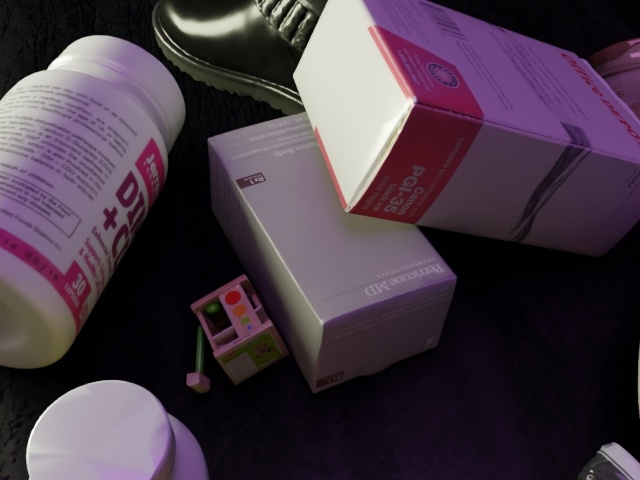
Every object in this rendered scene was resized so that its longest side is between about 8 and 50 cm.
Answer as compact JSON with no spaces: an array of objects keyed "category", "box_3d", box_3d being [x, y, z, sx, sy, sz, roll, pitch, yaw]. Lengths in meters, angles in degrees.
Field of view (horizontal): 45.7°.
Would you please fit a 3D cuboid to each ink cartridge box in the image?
[{"category":"ink cartridge box","box_3d":[0.142,-0.106,0.682,0.283,0.117,0.207,10,40,-27]}]

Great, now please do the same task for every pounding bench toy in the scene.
[{"category":"pounding bench toy","box_3d":[-0.081,0.078,0.625,0.083,0.052,0.065,-30,53,-6]}]

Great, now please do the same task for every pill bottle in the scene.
[{"category":"pill bottle","box_3d":[-0.232,-0.046,0.664,0.160,0.160,0.283,11,49,9]},{"category":"pill bottle","box_3d":[-0.116,0.165,0.461,0.103,0.184,0.103,0,48,-1]}]

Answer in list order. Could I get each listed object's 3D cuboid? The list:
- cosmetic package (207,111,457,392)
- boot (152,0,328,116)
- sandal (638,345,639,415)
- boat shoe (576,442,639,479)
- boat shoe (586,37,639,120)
[{"category":"cosmetic package","box_3d":[0.000,0.000,0.667,0.127,0.107,0.238,-19,48,-22]},{"category":"boot","box_3d":[-0.047,-0.282,0.810,0.348,0.260,0.131,27,53,21]},{"category":"sandal","box_3d":[0.358,0.017,0.658,0.169,0.102,0.416,29,67,-6]},{"category":"boat shoe","box_3d":[0.240,0.206,0.528,0.040,0.049,0.142,-37,55,-6]},{"category":"boat shoe","box_3d":[0.462,-0.170,0.835,0.341,0.121,0.110,-7,86,-4]}]
